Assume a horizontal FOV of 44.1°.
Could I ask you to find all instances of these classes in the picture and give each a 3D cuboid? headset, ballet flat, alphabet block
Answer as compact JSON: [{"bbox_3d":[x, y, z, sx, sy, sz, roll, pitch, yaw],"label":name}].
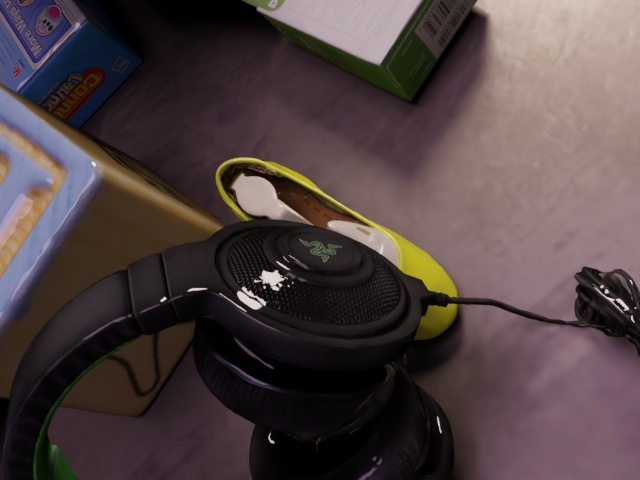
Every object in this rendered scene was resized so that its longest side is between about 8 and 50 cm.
[{"bbox_3d":[0.015,0.105,0.470,0.395,0.243,0.185,-20,35,-5],"label":"headset"},{"bbox_3d":[0.000,0.000,0.607,0.231,0.077,0.077,36,91,32],"label":"ballet flat"},{"bbox_3d":[-0.214,0.011,0.648,0.193,0.197,0.192,36,91,32],"label":"alphabet block"}]

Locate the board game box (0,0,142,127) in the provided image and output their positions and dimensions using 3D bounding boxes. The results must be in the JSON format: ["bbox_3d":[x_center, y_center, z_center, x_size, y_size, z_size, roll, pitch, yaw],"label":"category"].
[{"bbox_3d":[-0.388,-0.194,0.875,0.302,0.086,0.308,-44,59,9],"label":"board game box"}]

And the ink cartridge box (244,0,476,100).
[{"bbox_3d":[0.020,-0.212,0.675,0.209,0.062,0.109,34,91,36],"label":"ink cartridge box"}]
